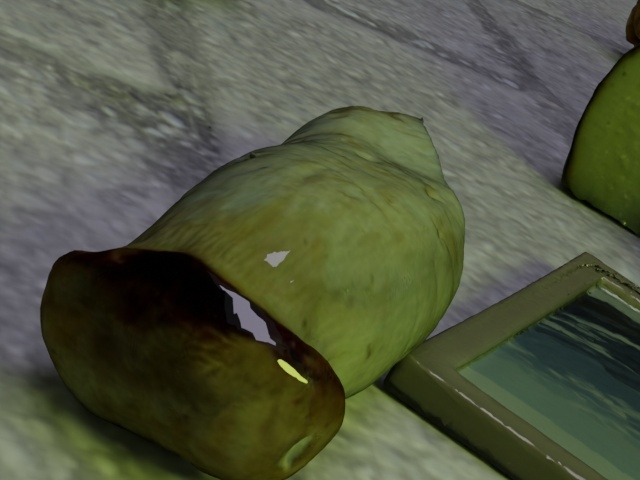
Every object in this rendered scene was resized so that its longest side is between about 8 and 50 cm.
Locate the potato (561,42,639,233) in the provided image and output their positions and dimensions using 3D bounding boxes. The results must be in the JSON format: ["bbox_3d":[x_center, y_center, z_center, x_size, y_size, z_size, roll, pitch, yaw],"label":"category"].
[{"bbox_3d":[0.224,-0.090,0.989,0.081,0.149,0.120,36,20,7],"label":"potato"}]

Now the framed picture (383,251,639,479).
[{"bbox_3d":[0.213,0.123,0.655,0.335,0.022,0.247,35,22,18],"label":"framed picture"}]

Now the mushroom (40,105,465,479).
[{"bbox_3d":[0.003,0.002,0.598,0.107,0.087,0.333,28,19,10],"label":"mushroom"}]

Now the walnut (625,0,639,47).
[{"bbox_3d":[0.360,-0.170,1.444,0.143,0.069,0.170,8,30,-44],"label":"walnut"}]
